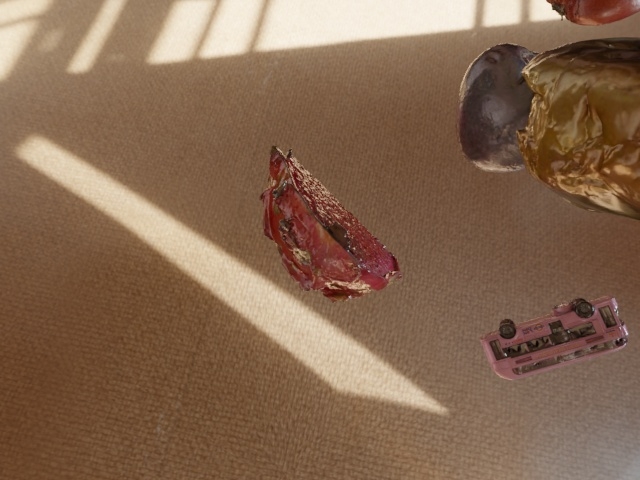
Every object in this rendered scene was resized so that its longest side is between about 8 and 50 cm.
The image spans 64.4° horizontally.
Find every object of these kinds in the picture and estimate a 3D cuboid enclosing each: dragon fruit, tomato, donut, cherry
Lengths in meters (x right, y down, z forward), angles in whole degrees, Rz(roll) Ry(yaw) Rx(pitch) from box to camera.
[{"bbox_3d":[-0.007,0.009,0.716,0.126,0.161,0.274,-41,109,14],"label":"dragon fruit"},{"bbox_3d":[0.513,-0.490,0.932,0.173,0.099,0.189,-27,55,8],"label":"tomato"},{"bbox_3d":[0.334,-0.092,0.454,0.330,0.159,0.330,9,22,-4],"label":"donut"},{"bbox_3d":[0.270,-0.176,0.695,0.176,0.176,0.140,43,42,15],"label":"cherry"}]

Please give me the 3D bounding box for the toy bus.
[{"bbox_3d":[0.354,0.148,0.779,0.203,0.063,0.090,-23,82,19],"label":"toy bus"}]
